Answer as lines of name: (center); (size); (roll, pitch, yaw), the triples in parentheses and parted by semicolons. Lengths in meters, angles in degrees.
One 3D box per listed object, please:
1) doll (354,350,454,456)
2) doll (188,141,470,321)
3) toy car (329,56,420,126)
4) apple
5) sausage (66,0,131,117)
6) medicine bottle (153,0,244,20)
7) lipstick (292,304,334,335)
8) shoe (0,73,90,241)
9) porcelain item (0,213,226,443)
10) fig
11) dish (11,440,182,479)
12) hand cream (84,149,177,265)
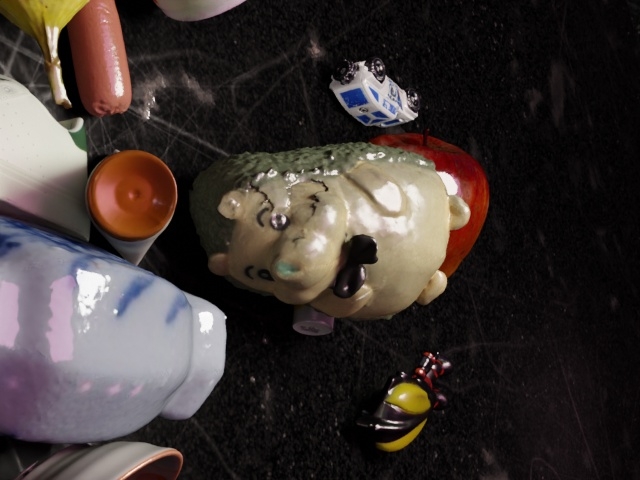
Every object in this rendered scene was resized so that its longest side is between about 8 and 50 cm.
doll: (0.129, 0.238, 1.899); (0.249, 0.088, 0.127); (-12, 90, -60)
doll: (0.008, -0.014, 1.632); (0.350, 0.247, 0.247); (10, 70, -26)
toy car: (0.078, -0.220, 1.965); (0.171, 0.080, 0.070); (33, 55, -48)
apple: (0.135, -0.053, 1.892); (0.234, 0.234, 0.234); (22, 63, -51)
sausage: (-0.256, -0.219, 1.488); (0.062, 0.062, 0.154); (-6, 85, -56)
medicine bottle: (-0.199, -0.465, 1.505); (0.388, 0.219, 0.219); (54, 41, -34)
lipstick: (0.000, 0.000, 1.805); (0.059, 0.059, 0.264); (33, 53, -47)
shoe: (-0.353, -0.110, 1.258); (0.363, 0.132, 0.160); (27, 59, -55)
porcelain item: (-0.269, 0.081, 1.221); (0.405, 0.243, 0.178); (15, 95, -57)
fig: (-0.293, -0.261, 1.359); (0.159, 0.159, 0.257); (3, 72, -56)
dish: (-0.256, 0.270, 1.244); (0.085, 0.260, 0.260); (44, 33, 13)
hand cream: (-0.202, -0.047, 1.371); (0.314, 0.089, 0.139); (153, -73, -81)
